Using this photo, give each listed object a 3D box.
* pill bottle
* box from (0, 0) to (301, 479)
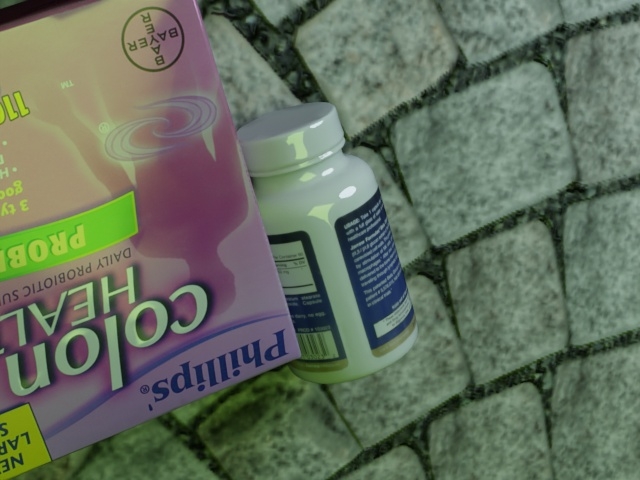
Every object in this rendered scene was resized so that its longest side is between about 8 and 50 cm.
[{"bbox_3d":[0.000,0.000,0.731,0.094,0.094,0.169,-23,111,-15],"label":"pill bottle"},{"bbox_3d":[-0.155,-0.013,0.653,0.213,0.117,0.243,-21,111,-16],"label":"box"}]
